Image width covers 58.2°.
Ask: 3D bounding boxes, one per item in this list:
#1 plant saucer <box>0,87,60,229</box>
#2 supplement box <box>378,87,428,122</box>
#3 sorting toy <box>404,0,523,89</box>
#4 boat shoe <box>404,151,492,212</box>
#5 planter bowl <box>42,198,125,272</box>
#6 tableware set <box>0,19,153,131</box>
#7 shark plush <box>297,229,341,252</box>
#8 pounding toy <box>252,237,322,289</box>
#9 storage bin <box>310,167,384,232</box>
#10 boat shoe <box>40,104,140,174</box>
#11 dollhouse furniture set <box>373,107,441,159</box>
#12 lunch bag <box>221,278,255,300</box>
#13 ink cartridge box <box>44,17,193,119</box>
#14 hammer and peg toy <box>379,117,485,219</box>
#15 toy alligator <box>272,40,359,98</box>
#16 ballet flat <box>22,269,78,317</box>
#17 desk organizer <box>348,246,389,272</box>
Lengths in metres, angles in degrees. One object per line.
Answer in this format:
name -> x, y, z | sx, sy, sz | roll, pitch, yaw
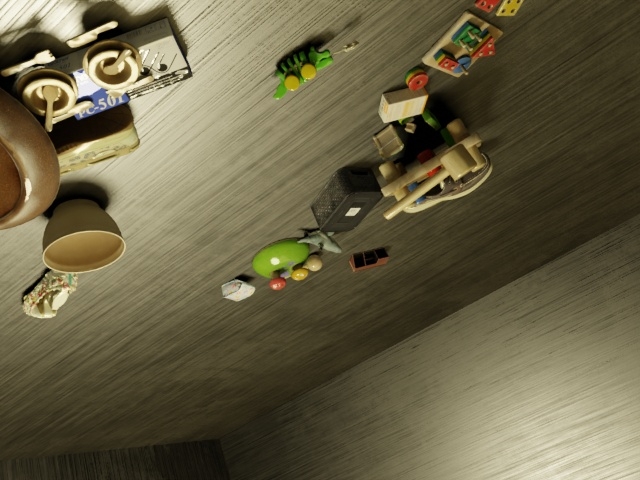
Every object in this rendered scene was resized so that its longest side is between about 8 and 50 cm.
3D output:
plant saucer -> -0.569, -0.121, 0.880 | 0.311, 0.050, 0.310 | -1, 132, -1
supplement box -> 0.185, -0.307, 1.292 | 0.098, 0.036, 0.062 | -16, 154, -13
sorting toy -> 0.310, -0.402, 1.200 | 0.132, 0.046, 0.274 | 4, 144, -43
boat shoe -> 0.345, -0.168, 1.619 | 0.285, 0.102, 0.092 | -24, 160, 16
planter bowl -> -0.505, -0.019, 1.210 | 0.162, 0.109, 0.162 | -18, 155, -9
tableware set -> -0.363, -0.239, 0.876 | 0.194, 0.039, 0.128 | -23, 151, 1
shark plush -> 0.000, 0.000, 1.700 | 0.073, 0.067, 0.161 | -34, 152, 24
pounding toy -> -0.094, 0.095, 1.760 | 0.183, 0.110, 0.237 | -29, 153, 14
storage bin -> 0.069, -0.105, 1.535 | 0.122, 0.084, 0.180 | -3, 149, -35
boat shoe -> -0.459, -0.150, 1.000 | 0.285, 0.104, 0.089 | -18, 151, -11
dollhouse furniture set -> 0.205, -0.252, 1.369 | 0.152, 0.076, 0.058 | -35, 151, 23
lunch bag -> -0.256, 0.152, 1.808 | 0.083, 0.053, 0.071 | -23, 154, 24
ink cartridge box -> -0.323, -0.276, 0.933 | 0.207, 0.046, 0.097 | -21, 153, -2
hammer and peg toy -> 0.259, -0.177, 1.372 | 0.266, 0.127, 0.361 | -30, 178, 17
toy alligator -> -0.021, -0.333, 1.067 | 0.190, 0.056, 0.051 | -31, 113, 16
ballet flat -> -0.676, 0.146, 1.429 | 0.091, 0.077, 0.241 | 3, 145, -44
desk organizer -> 0.168, 0.065, 1.988 | 0.130, 0.047, 0.050 | -12, 150, -21
